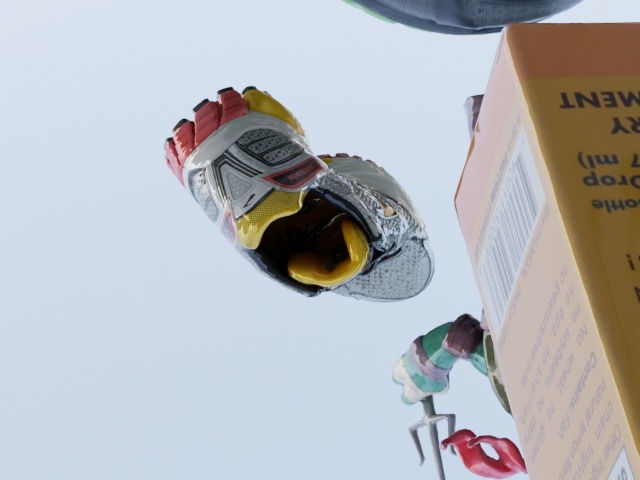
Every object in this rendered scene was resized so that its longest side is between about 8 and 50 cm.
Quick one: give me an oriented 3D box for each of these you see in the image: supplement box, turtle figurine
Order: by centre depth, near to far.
[{"bbox_3d":[0.096,0.049,0.355,0.078,0.080,0.233,-2,-129,-11],"label":"supplement box"},{"bbox_3d":[0.127,0.041,0.758,0.175,0.234,0.118,2,177,0],"label":"turtle figurine"}]

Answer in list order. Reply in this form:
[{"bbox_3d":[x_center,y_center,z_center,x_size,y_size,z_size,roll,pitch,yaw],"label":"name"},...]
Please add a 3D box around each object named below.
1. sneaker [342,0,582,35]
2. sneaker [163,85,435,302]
[{"bbox_3d":[0.059,-0.223,0.767,0.202,0.185,0.483,18,180,37],"label":"sneaker"},{"bbox_3d":[0.000,0.000,0.830,0.225,0.088,0.093,27,-154,-53],"label":"sneaker"}]
